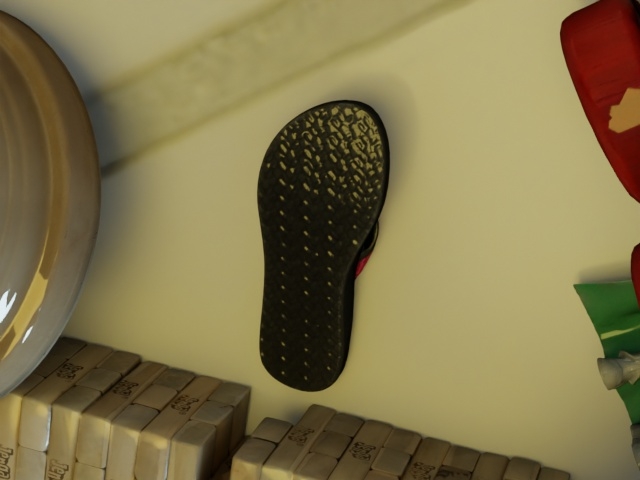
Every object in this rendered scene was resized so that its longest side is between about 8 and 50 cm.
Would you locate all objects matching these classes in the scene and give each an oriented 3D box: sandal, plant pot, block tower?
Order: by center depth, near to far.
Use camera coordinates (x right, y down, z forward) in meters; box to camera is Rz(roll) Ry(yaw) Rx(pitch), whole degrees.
[{"bbox_3d":[-0.241,-0.023,0.750,0.237,0.110,0.237,-4,81,26],"label":"plant pot"},{"bbox_3d":[0.000,0.000,0.778,0.067,0.040,0.179,19,124,15],"label":"sandal"},{"bbox_3d":[-0.041,0.140,0.797,0.336,0.091,0.097,13,109,12],"label":"block tower"}]

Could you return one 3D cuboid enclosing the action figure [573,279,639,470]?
[{"bbox_3d":[0.256,0.046,0.707,0.232,0.063,0.137,-23,95,17],"label":"action figure"}]

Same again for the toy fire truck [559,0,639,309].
[{"bbox_3d":[0.178,-0.061,0.564,0.169,0.254,0.302,-23,59,20],"label":"toy fire truck"}]
